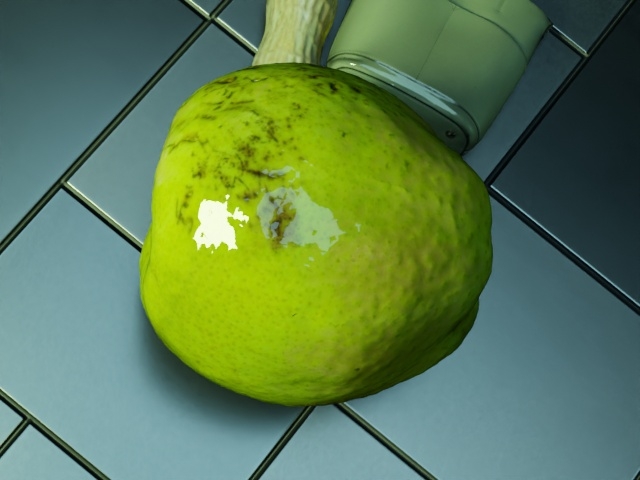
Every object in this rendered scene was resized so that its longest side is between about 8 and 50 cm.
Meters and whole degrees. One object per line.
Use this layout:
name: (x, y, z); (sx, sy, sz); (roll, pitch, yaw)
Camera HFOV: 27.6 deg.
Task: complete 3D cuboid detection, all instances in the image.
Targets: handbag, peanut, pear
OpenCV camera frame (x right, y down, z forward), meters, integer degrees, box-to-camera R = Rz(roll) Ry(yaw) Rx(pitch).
handbag: (0.152, -0.264, 1.608); (0.241, 0.109, 0.315); (29, 61, -2)
peanut: (-0.031, -0.248, 1.557); (0.087, 0.087, 0.207); (15, 75, -5)
pear: (0.000, 0.000, 1.366); (0.391, 0.391, 0.391); (2, 76, -8)
